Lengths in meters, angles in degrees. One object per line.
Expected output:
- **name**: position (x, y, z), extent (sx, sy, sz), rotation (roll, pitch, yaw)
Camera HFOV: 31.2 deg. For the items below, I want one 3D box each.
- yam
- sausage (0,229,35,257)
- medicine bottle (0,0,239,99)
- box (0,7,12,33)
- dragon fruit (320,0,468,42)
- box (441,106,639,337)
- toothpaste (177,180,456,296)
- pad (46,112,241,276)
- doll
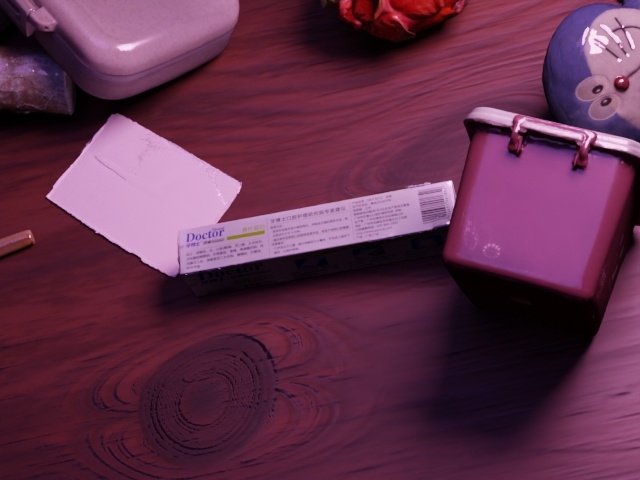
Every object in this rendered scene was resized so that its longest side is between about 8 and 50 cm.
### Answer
- **yam**: position (-0.455, -0.216, 1.513), extent (0.259, 0.093, 0.093), rotation (2, 64, -11)
- **sausage**: position (-0.435, 0.018, 1.489), extent (0.132, 0.024, 0.024), rotation (-21, 63, 0)
- **medicine bottle**: position (-0.299, -0.362, 1.523), extent (0.282, 0.123, 0.375), rotation (-31, 72, -34)
- **box**: position (-0.644, -0.363, 1.661), extent (0.396, 0.111, 0.396), rotation (39, 79, 24)
- **dragon fruit**: position (0.113, -0.366, 1.459), extent (0.274, 0.193, 0.192), rotation (-36, 35, -6)
- **box**: position (0.237, -0.009, 1.223), extent (0.193, 0.294, 0.168), rotation (17, 81, 19)
- **toothpaste**: position (0.000, 0.000, 1.373), extent (0.336, 0.081, 0.067), rotation (-10, 64, 7)
- **pad**: position (-0.232, -0.064, 1.494), extent (0.232, 0.004, 0.156), rotation (30, 75, 22)
- **doll**: position (0.379, -0.222, 1.348), extent (0.258, 0.154, 0.228), rotation (-38, 101, -18)
